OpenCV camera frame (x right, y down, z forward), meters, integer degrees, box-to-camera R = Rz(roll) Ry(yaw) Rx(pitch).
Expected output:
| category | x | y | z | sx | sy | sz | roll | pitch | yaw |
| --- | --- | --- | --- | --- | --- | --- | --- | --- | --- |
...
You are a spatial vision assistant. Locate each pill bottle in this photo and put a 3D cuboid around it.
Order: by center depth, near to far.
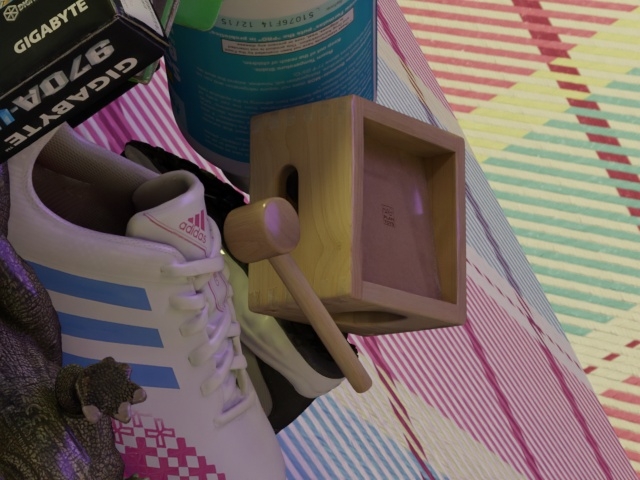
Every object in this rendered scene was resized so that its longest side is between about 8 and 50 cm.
| category | x | y | z | sx | sy | sz | roll | pitch | yaw |
| --- | --- | --- | --- | --- | --- | --- | --- | --- | --- |
| pill bottle | -0.034 | -0.138 | 1.187 | 0.264 | 0.146 | 0.146 | 87 | -17 | -56 |

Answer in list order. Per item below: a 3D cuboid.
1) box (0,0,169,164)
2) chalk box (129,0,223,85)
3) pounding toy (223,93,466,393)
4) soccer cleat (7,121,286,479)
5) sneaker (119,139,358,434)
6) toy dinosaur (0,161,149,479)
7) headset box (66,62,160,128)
| category | x | y | z | sx | sy | sz | roll | pitch | yaw |
| --- | --- | --- | --- | --- | --- | --- | --- | --- | --- |
| box | -0.198 | -0.103 | 0.809 | 0.175 | 0.220 | 0.051 | 63 | 14 | 22 |
| chalk box | -0.146 | -0.173 | 0.967 | 0.213 | 0.132 | 0.132 | 13 | 13 | -31 |
| pounding toy | -0.004 | 0.008 | 1.098 | 0.206 | 0.094 | 0.181 | 16 | 71 | -50 |
| soccer cleat | -0.094 | 0.045 | 1.007 | 0.331 | 0.143 | 0.116 | 50 | 23 | -28 |
| sneaker | -0.084 | 0.028 | 1.226 | 0.100 | 0.108 | 0.271 | 23 | 24 | -46 |
| toy dinosaur | -0.152 | 0.074 | 0.856 | 0.313 | 0.121 | 0.160 | 52 | -25 | 25 |
| headset box | -0.235 | -0.228 | 1.159 | 0.246 | 0.131 | 0.283 | 49 | 16 | -34 |
